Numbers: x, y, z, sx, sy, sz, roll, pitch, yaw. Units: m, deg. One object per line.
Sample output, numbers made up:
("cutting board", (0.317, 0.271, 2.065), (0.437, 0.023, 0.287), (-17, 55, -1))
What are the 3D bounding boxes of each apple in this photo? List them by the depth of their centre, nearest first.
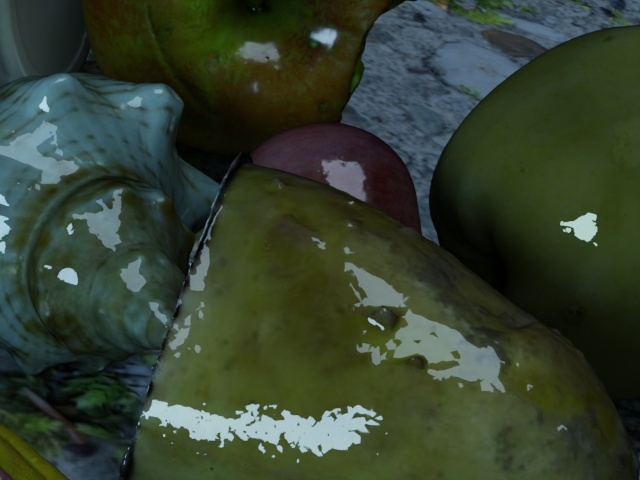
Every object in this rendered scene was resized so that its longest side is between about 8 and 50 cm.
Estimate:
("apple", (0.000, 0.000, 1.195), (0.120, 0.153, 0.153), (-4, 35, -6))
("apple", (0.204, -0.015, 1.240), (0.262, 0.262, 0.262), (13, 32, -8))
("apple", (-0.055, -0.188, 1.374), (0.246, 0.246, 0.226), (9, 18, -13))

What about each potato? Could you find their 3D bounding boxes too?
("potato", (0.043, 0.098, 1.009), (0.266, 0.229, 0.229), (21, 32, 9))

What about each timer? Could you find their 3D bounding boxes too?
("timer", (-0.316, -0.194, 1.378), (0.266, 0.175, 0.175), (5, 29, 15))

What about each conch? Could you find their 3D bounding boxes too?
("conch", (-0.154, -0.038, 1.171), (0.203, 0.169, 0.386), (20, 28, -33))

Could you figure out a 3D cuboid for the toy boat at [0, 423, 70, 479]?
("toy boat", (-0.160, 0.167, 0.886), (0.141, 0.099, 0.318), (-32, 39, -11))
